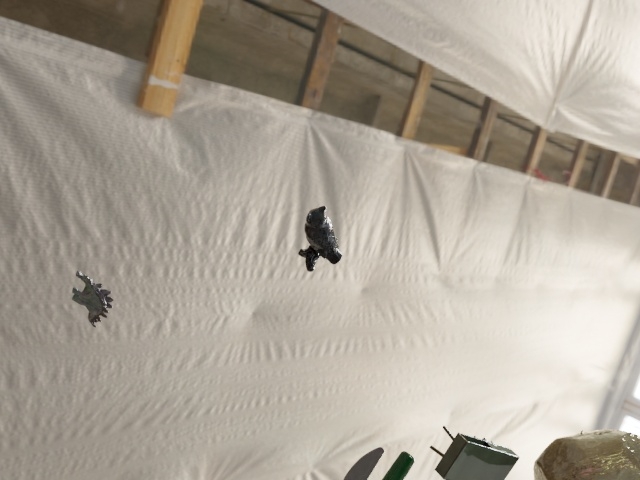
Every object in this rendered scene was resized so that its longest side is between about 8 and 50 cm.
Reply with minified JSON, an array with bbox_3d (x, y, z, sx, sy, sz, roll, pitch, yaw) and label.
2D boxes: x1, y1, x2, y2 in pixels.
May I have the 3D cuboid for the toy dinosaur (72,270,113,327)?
[{"bbox_3d":[-0.471,0.131,1.444,0.209,0.082,0.039,111,-176,-53],"label":"toy dinosaur"}]

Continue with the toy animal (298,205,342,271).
[{"bbox_3d":[0.001,0.000,1.845,0.121,0.117,0.210,-33,-24,-13],"label":"toy animal"}]

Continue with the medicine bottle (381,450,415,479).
[{"bbox_3d":[0.176,0.706,1.946,0.261,0.064,0.095,-51,2,-22],"label":"medicine bottle"}]

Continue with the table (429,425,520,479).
[{"bbox_3d":[0.407,0.583,1.894,0.240,0.111,0.122,26,-81,-36],"label":"table"}]

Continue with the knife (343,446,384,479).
[{"bbox_3d":[0.078,0.577,1.634,0.032,0.058,0.244,-46,-20,-74],"label":"knife"}]

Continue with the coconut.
[{"bbox_3d":[0.754,0.653,1.796,0.360,0.346,0.347,-9,-56,2],"label":"coconut"}]
